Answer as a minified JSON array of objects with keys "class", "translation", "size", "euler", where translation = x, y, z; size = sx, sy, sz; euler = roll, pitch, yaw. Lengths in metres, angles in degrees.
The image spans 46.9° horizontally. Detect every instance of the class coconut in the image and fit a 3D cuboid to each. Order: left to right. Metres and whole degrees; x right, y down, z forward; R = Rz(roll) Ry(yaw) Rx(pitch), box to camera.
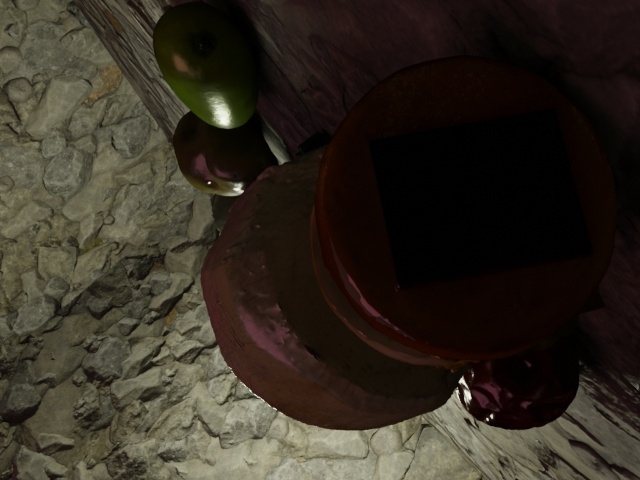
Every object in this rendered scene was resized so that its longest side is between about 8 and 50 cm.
[{"class":"coconut","translation":[0.032,0.067,1.010],"size":[0.404,0.404,0.404],"euler":[47,171,10]}]

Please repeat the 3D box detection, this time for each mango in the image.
[{"class":"mango","translation":[-0.201,-0.307,1.348],"size":[0.192,0.156,0.343],"euler":[48,172,14]}]

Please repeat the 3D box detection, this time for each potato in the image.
[{"class":"potato","translation":[-0.218,-0.199,1.733],"size":[0.218,0.202,0.351],"euler":[42,169,-39]}]

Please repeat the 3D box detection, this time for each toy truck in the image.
[{"class":"toy truck","translation":[0.003,-0.139,1.357],"size":[0.079,0.065,0.147],"euler":[49,173,21]}]

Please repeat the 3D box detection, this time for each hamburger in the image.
[{"class":"hamburger","translation":[0.124,-0.017,0.696],"size":[0.291,0.291,0.225],"euler":[47,171,12]}]

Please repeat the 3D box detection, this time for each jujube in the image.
[{"class":"jujube","translation":[0.281,0.192,1.077],"size":[0.174,0.174,0.250],"euler":[46,175,17]}]

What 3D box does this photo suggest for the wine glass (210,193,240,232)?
[{"class":"wine glass","translation":[-0.113,-0.035,1.825],"size":[0.323,0.238,0.238],"euler":[36,164,46]}]
